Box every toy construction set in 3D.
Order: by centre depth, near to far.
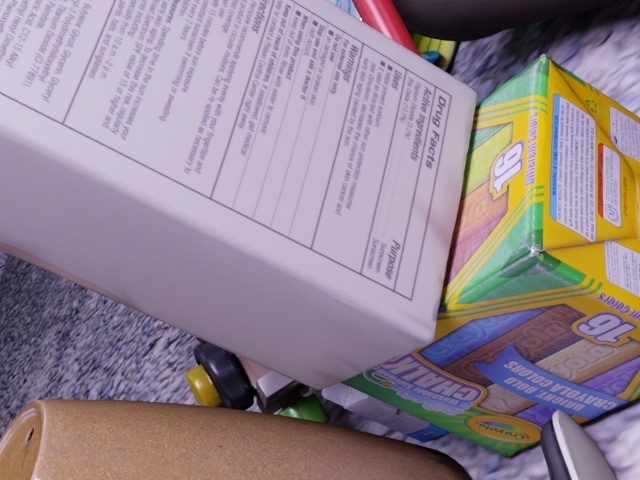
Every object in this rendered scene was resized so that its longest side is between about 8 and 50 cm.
[{"bbox_3d":[0.000,0.000,0.767,0.309,0.257,0.237,-48,62,50],"label":"toy construction set"}]

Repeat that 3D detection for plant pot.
[{"bbox_3d":[-0.070,0.190,0.619,0.237,0.254,0.237,-45,29,34],"label":"plant pot"}]

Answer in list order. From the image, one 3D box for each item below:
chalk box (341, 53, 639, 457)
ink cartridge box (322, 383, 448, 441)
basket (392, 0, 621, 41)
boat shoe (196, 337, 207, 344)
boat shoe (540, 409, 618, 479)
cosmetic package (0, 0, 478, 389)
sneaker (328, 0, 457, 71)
[{"bbox_3d":[0.096,0.026,0.595,0.213,0.132,0.132,-38,33,45],"label":"chalk box"},{"bbox_3d":[0.046,0.093,0.692,0.028,0.083,0.048,-32,39,51],"label":"ink cartridge box"},{"bbox_3d":[0.163,-0.217,0.680,0.227,0.204,0.154,7,114,59],"label":"basket"},{"bbox_3d":[-0.107,0.033,0.953,0.068,0.190,0.072,-10,40,33],"label":"boat shoe"},{"bbox_3d":[0.128,0.139,0.515,0.042,0.049,0.133,-42,35,25],"label":"boat shoe"},{"bbox_3d":[-0.085,-0.064,0.515,0.113,0.309,0.160,-32,36,51],"label":"cosmetic package"},{"bbox_3d":[-0.003,-0.135,0.956,0.319,0.127,0.208,-55,24,5],"label":"sneaker"}]
